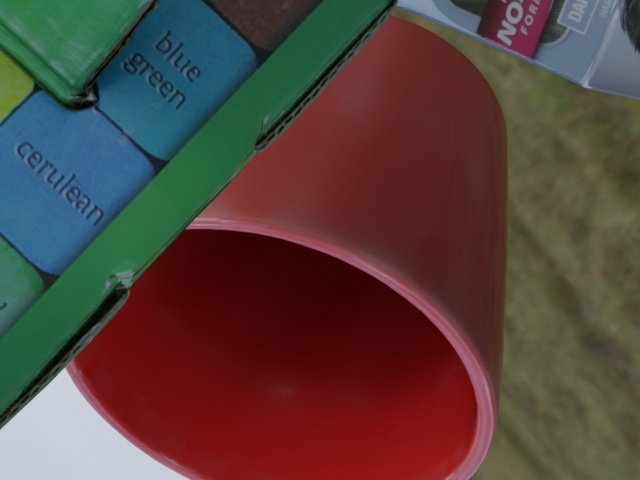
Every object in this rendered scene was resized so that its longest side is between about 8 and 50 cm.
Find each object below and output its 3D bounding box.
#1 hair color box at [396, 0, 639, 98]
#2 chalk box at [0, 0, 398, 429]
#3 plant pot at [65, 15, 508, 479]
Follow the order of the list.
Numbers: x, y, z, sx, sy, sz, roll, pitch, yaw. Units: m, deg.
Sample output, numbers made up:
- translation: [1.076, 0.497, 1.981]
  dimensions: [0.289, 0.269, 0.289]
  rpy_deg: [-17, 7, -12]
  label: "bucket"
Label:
- translation: [0.204, -0.162, 0.780]
  dimensions: [0.113, 0.185, 0.374]
  rpy_deg: [30, -164, 32]
  label: "hair color box"
- translation: [-0.115, -0.057, 0.460]
  dimensions: [0.180, 0.179, 0.289]
  rpy_deg: [44, 165, -7]
  label: "chalk box"
- translation: [0.000, 0.000, 0.998]
  dimensions: [0.275, 0.275, 0.243]
  rpy_deg: [47, -137, -26]
  label: "plant pot"
